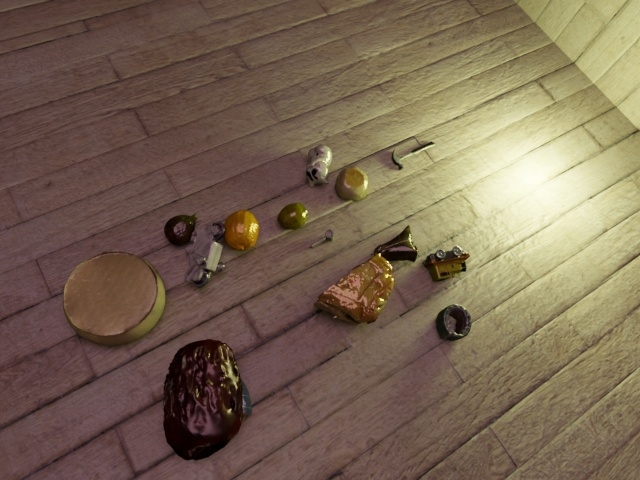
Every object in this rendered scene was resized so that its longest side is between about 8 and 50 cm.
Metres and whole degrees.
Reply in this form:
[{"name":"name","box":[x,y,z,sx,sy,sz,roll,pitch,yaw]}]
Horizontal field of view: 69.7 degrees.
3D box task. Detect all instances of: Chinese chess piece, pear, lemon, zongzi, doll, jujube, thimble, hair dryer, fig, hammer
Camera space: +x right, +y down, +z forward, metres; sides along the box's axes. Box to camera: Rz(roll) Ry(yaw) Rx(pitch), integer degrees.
[{"name":"Chinese chess piece","box":[-0.730,0.203,1.636,0.339,0.140,0.337,4,66,-9]},{"name":"pear","box":[-0.113,-0.098,1.895,0.131,0.107,0.107,-38,77,-13]},{"name":"lemon","box":[-0.312,-0.044,1.815,0.142,0.142,0.187,12,58,-4]},{"name":"zongzi","box":[0.303,0.006,1.935,0.187,0.084,0.184,-1,52,-5]},{"name":"doll","box":[-0.008,-0.331,2.014,0.107,0.110,0.180,35,56,-37]},{"name":"jujube","box":[-0.382,0.513,1.499,0.259,0.258,0.376,-1,70,-10]},{"name":"thimble","box":[0.525,0.325,1.813,0.119,0.090,0.135,7,66,-6]},{"name":"hair dryer","box":[0.000,0.000,1.896,0.124,0.063,0.037,-28,75,-7]},{"name":"fig","box":[-0.538,-0.052,1.807,0.155,0.103,0.109,-40,114,-33]},{"name":"hammer","box":[0.440,-0.422,2.173,0.246,0.029,0.103,-29,74,-22]}]

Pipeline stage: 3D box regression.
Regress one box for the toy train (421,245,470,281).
[{"name":"toy train","box":[0.531,0.098,1.922,0.220,0.089,0.127,-9,78,-14]}]

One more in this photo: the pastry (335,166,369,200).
[{"name":"pastry","box":[0.141,-0.248,2.011,0.157,0.092,0.156,4,72,-11]}]

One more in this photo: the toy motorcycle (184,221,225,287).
[{"name":"toy motorcycle","box":[-0.454,0.047,1.765,0.171,0.110,0.260,11,79,36]}]

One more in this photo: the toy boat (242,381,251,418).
[{"name":"toy boat","box":[-0.275,0.555,1.609,0.096,0.034,0.122,20,63,-6]}]

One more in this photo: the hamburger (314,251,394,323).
[{"name":"hamburger","box":[0.154,0.218,1.763,0.330,0.162,0.209,-33,77,-23]}]
